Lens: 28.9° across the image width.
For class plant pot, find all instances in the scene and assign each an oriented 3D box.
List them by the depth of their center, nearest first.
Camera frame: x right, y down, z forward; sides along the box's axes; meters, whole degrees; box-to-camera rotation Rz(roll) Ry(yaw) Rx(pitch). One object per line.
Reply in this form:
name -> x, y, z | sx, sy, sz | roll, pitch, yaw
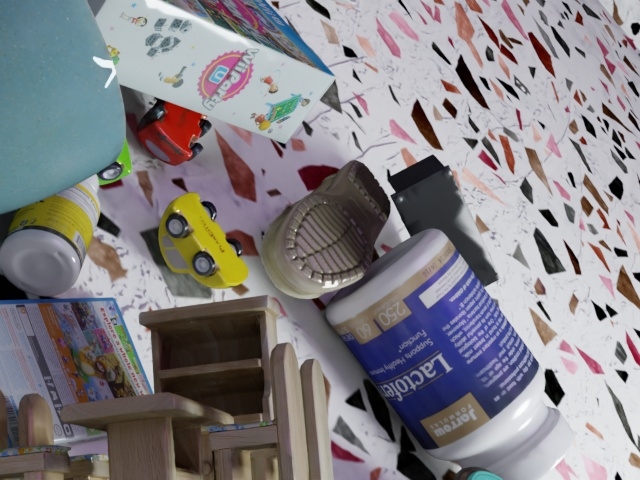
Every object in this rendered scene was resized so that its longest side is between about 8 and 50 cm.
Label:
plant pot -> -0.297, -0.118, 0.826 | 0.195, 0.290, 0.290 | -39, 95, -25

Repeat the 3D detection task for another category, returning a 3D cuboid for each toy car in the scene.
toy car -> -0.176, -0.067, 1.133 | 0.225, 0.053, 0.239 | 20, 44, -46

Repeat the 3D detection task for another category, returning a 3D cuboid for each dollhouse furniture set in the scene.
dollhouse furniture set -> -0.102, 0.109, 0.881 | 0.242, 0.212, 0.161 | 49, 35, -72

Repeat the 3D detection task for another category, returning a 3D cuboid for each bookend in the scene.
bookend -> 0.122, -0.031, 1.421 | 0.157, 0.072, 0.156 | 62, 0, -27

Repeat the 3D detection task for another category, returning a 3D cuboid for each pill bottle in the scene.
pill bottle -> -0.215, -0.015, 1.008 | 0.065, 0.065, 0.116 | 41, 31, -24
pill bottle -> 0.138, 0.132, 1.295 | 0.265, 0.153, 0.153 | 53, 29, -3

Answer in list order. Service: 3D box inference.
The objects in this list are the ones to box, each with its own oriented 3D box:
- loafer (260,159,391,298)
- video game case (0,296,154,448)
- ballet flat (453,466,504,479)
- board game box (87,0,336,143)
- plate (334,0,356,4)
loafer -> 0.000, 0.000, 1.285 | 0.102, 0.092, 0.268 | 52, 26, -3
video game case -> -0.201, 0.100, 0.964 | 0.166, 0.015, 0.119 | 2, 58, -55
ballet flat -> 0.187, 0.313, 1.243 | 0.280, 0.096, 0.095 | 40, 49, -35
board game box -> -0.160, -0.225, 1.208 | 0.303, 0.097, 0.224 | 15, 29, -52
plate -> -0.079, -0.463, 1.692 | 0.278, 0.045, 0.277 | 23, 41, -44
